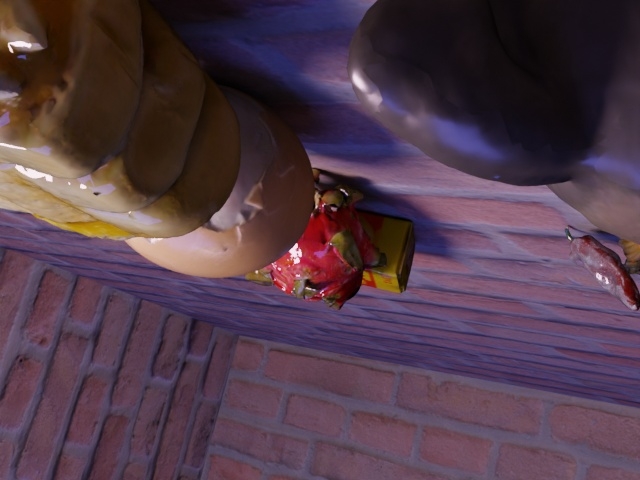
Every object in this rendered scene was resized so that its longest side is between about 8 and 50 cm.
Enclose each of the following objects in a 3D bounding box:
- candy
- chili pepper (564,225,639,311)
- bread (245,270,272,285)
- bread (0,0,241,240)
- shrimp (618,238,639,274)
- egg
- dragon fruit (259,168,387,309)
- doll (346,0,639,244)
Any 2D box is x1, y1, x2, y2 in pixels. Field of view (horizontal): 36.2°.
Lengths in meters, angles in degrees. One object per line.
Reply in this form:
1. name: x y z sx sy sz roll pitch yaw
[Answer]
1. candy: -0.003 0.000 1.449 0.276 0.088 0.146 13 167 12
2. chili pepper: 0.338 0.032 1.157 0.050 0.041 0.153 29 -166 -37
3. bread: -0.028 0.039 1.669 0.269 0.098 0.087 3 -154 46
4. bread: -0.221 -0.129 0.791 0.300 0.210 0.341 9 165 31
5. shrimp: 0.404 0.014 1.095 0.145 0.059 0.254 24 165 -29
6. egg: -0.108 -0.058 1.029 0.201 0.201 0.244 6 169 35
7. dragon fruit: 0.000 0.000 1.274 0.166 0.160 0.172 -5 154 5
8. doll: 0.219 -0.136 0.369 0.382 0.252 0.379 12 137 -1
